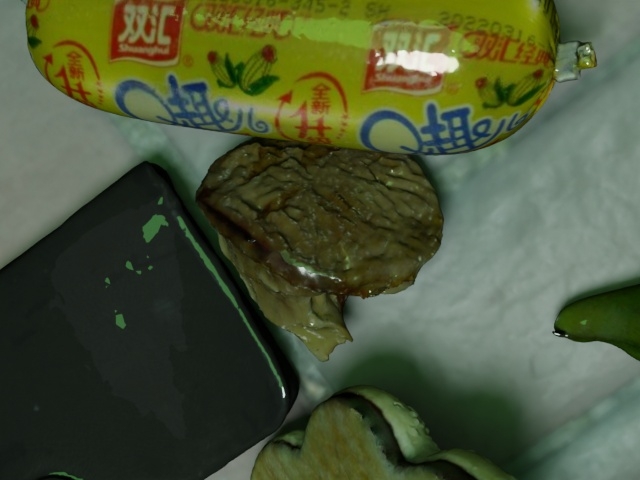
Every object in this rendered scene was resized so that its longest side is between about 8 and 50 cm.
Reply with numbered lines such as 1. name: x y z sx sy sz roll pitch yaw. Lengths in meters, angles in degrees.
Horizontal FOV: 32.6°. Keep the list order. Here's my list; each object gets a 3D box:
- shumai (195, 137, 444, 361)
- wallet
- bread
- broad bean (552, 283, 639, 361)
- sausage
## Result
1. shumai: -0.007 -0.009 0.660 0.139 0.105 0.123 35 54 0
2. wallet: -0.201 0.129 0.716 0.377 0.051 0.197 -34 86 13
3. bread: 0.057 0.195 0.583 0.286 0.056 0.207 56 136 32
4. broad bean: 0.235 0.053 0.622 0.195 0.046 0.061 16 93 9
5. sausage: -0.018 -0.119 0.629 0.347 0.123 0.123 9 94 13
